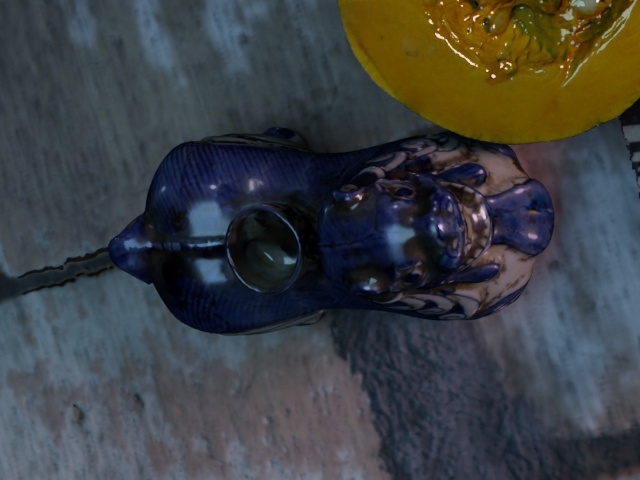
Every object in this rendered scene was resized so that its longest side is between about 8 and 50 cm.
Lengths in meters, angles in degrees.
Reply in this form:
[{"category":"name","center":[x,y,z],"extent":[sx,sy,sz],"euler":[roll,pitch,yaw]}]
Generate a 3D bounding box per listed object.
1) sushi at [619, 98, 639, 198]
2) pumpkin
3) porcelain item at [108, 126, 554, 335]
[{"category":"sushi","center":[0.283,-0.047,1.063],"extent":[0.192,0.043,0.280],"euler":[-22,72,34]},{"category":"pumpkin","center":[0.118,-0.175,1.075],"extent":[0.217,0.110,0.217],"euler":[0,111,0]},{"category":"porcelain item","center":[0.000,0.000,1.140],"extent":[0.288,0.186,0.138],"euler":[0,97,29]}]
